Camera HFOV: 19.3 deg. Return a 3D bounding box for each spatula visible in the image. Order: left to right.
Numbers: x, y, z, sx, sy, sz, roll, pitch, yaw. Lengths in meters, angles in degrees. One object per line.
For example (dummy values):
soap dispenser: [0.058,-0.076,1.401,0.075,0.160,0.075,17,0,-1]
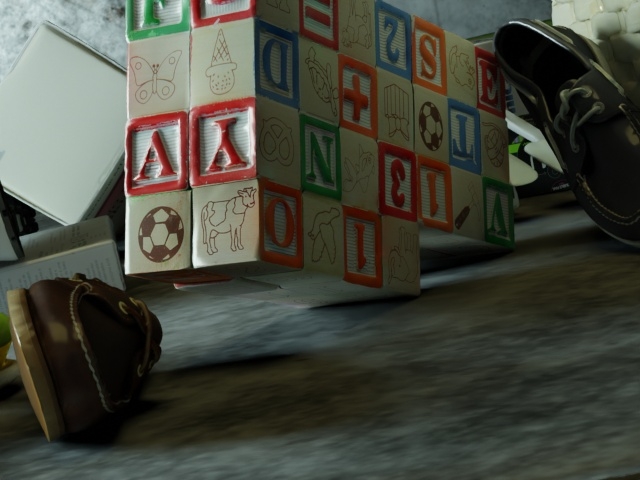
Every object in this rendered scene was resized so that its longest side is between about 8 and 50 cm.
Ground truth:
spatula: [0.100,-0.079,1.410,0.168,0.019,0.242,-9,23,-19]

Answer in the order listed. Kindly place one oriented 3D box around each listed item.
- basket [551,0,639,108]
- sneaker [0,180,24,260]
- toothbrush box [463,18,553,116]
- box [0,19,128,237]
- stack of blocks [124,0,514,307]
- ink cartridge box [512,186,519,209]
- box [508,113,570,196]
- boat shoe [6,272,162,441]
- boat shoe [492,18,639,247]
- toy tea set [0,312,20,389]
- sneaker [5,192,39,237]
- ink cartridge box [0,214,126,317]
basket: [0.303,-0.194,1.184,0.266,0.328,0.331,-15,7,-9]
sneaker: [-0.295,-0.028,1.380,0.124,0.107,0.283,-19,8,-8]
toothbrush box: [0.225,-0.176,2.078,0.283,0.122,0.206,-15,7,-33]
box: [-0.219,-0.097,1.739,0.127,0.149,0.232,31,1,4]
stack of blocks: [0.009,-0.049,1.100,0.087,0.171,0.297,-7,-10,31]
ink cartridge box: [0.006,-0.017,1.417,0.206,0.045,0.208,-16,7,-33]
box: [0.161,-0.068,1.503,0.083,0.062,0.052,-10,8,16]
boat shoe: [-0.113,0.048,0.913,0.073,0.073,0.207,-14,7,-8]
boat shoe: [0.157,-0.070,1.140,0.065,0.075,0.206,24,26,-31]
toy tea set: [-0.336,0.049,1.065,0.336,0.124,0.200,-6,8,39]
sneaker: [-0.348,-0.001,1.751,0.106,0.078,0.234,-7,10,19]
ink cartridge box: [-0.262,0.034,1.430,0.224,0.045,0.223,-12,7,-5]
